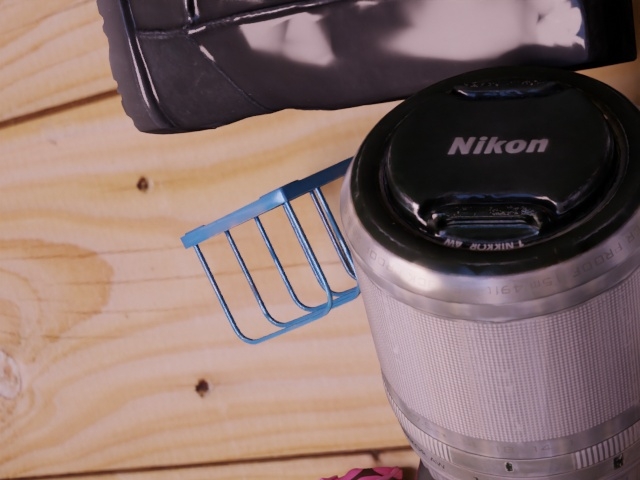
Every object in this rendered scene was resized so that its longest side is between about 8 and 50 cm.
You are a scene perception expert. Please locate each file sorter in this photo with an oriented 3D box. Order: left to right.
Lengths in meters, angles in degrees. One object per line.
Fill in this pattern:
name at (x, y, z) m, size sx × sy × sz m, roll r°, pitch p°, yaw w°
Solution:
file sorter at (0.000, 0.000, 1.406) m, size 0.118 × 0.170 × 0.104 m, roll -24°, pitch 93°, yaw 40°

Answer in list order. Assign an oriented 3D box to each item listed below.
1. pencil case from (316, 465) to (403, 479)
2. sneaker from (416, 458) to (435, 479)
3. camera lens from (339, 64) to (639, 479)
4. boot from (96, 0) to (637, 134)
pencil case at (0.046, 0.298, 1.517) m, size 0.098 × 0.095 × 0.209 m, roll -2°, pitch 101°, yaw 55°
sneaker at (0.172, 0.236, 1.398) m, size 0.281 × 0.106 × 0.162 m, roll 57°, pitch 136°, yaw 23°
camera lens at (0.140, 0.033, 1.217) m, size 0.219 × 0.219 × 0.274 m, roll 21°, pitch 145°, yaw 32°
boot at (0.002, -0.273, 1.329) m, size 0.445 × 0.146 × 0.367 m, roll -5°, pitch 109°, yaw 42°
